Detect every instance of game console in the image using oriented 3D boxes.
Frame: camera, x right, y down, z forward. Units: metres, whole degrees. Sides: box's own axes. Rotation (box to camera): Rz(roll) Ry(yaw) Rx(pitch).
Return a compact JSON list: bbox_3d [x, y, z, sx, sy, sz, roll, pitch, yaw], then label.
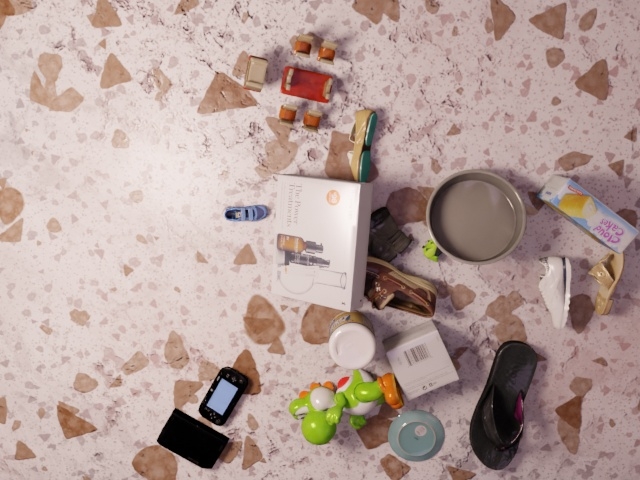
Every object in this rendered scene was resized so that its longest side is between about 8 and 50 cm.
[{"bbox_3d":[-0.375,0.576,2.011,0.213,0.044,0.361,30,99,-4],"label":"game console"}]

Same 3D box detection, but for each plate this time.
[{"bbox_3d":[0.320,0.657,2.015,0.188,0.024,0.188,0,100,3],"label":"plate"}]

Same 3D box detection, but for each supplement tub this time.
[{"bbox_3d":[0.097,0.301,1.868,0.144,0.199,0.144,0,100,1],"label":"supplement tub"}]

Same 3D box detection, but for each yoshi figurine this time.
[{"bbox_3d":[0.083,0.548,1.921,0.362,0.203,0.203,-15,106,7],"label":"yoshi figurine"}]

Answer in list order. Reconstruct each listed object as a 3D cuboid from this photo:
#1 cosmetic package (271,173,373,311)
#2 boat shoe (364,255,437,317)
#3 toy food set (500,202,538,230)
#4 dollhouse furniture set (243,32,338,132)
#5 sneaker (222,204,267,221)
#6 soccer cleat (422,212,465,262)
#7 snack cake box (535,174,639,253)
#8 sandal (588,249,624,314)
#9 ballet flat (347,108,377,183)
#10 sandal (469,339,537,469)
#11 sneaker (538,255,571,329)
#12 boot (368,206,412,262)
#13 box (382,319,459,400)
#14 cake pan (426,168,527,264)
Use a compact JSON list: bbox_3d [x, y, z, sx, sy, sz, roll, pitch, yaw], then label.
[{"bbox_3d":[0.000,0.000,1.812,0.285,0.097,0.377,9,101,28],"label":"cosmetic package"},{"bbox_3d":[0.198,0.153,1.862,0.342,0.123,0.123,22,133,-6],"label":"boat shoe"},{"bbox_3d":[0.569,-0.034,1.861,0.128,0.071,0.218,36,99,-5],"label":"toy food set"},{"bbox_3d":[-0.092,-0.475,1.794,0.259,0.135,0.261,11,101,-12],"label":"dollhouse furniture set"},{"bbox_3d":[-0.237,-0.082,1.882,0.144,0.059,0.053,-4,98,1],"label":"sneaker"},{"bbox_3d":[0.394,-0.012,1.883,0.072,0.060,0.179,37,99,-24],"label":"soccer cleat"},{"bbox_3d":[0.793,-0.082,1.806,0.264,0.152,0.089,36,100,-4],"label":"snack cake box"},{"bbox_3d":[0.870,0.118,1.871,0.079,0.088,0.240,4,105,-5],"label":"sandal"},{"bbox_3d":[0.120,-0.284,1.840,0.073,0.080,0.232,14,99,27],"label":"ballet flat"},{"bbox_3d":[0.589,0.544,1.944,0.168,0.107,0.445,8,100,0],"label":"sandal"},{"bbox_3d":[0.732,0.164,1.894,0.095,0.090,0.235,-1,96,15],"label":"sneaker"},{"bbox_3d":[0.152,0.022,1.882,0.247,0.083,0.161,-33,104,9],"label":"boot"},{"bbox_3d":[0.316,0.378,1.917,0.181,0.119,0.181,-25,99,6],"label":"box"},{"bbox_3d":[0.463,-0.067,1.810,0.293,0.054,0.293,-1,79,5],"label":"cake pan"}]
